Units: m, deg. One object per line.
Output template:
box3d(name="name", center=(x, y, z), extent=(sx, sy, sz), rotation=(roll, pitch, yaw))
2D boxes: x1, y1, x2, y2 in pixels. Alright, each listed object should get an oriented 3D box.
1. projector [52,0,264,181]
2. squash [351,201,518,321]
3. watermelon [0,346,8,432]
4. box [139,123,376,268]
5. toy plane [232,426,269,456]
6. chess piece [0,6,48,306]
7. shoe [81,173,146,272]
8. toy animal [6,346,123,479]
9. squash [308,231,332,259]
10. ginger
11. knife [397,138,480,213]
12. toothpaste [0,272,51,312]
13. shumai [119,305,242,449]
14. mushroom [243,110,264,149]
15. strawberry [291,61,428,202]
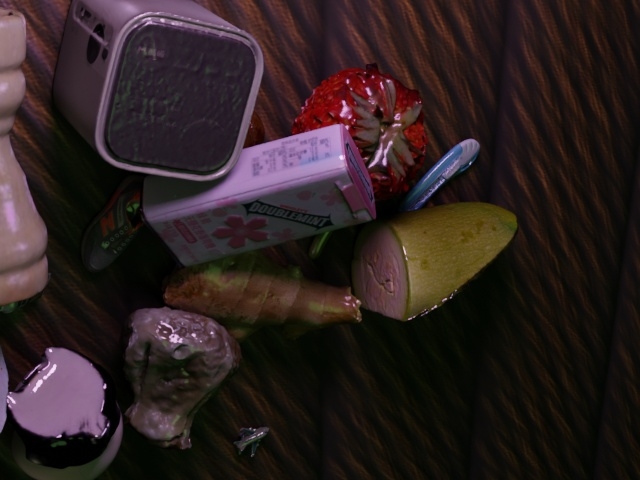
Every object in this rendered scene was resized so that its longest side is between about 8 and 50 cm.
box3d(name="projector", center=(-0.263, -0.256, 1.702), extent=(0.248, 0.249, 0.249), rotation=(7, 110, -32))
box3d(name="squash", center=(0.248, 0.030, 2.142), extent=(0.308, 0.233, 0.210), rotation=(-6, 97, -27))
box3d(name="watermelon", center=(-0.663, 0.240, 1.725), extent=(0.289, 0.320, 0.214), rotation=(-11, 142, 7))
box3d(name="box", center=(-0.108, -0.071, 1.799), extent=(0.369, 0.112, 0.190), rotation=(-12, 143, 12))
box3d(name="toy plane", center=(-0.144, 0.411, 2.224), extent=(0.083, 0.033, 0.080), rotation=(-32, 124, -21))
box3d(name="chess piece", center=(-0.536, -0.131, 1.636), extent=(0.234, 0.234, 0.442), rotation=(-6, 113, -26))
box3d(name="shoe", center=(-0.353, -0.022, 1.870), extent=(0.074, 0.077, 0.194), rotation=(29, 97, -36))
box3d(name="toy animal", center=(-0.457, 0.319, 1.902), extent=(0.212, 0.213, 0.267), rotation=(-17, 157, -21))
box3d(name="squash", center=(0.000, 0.000, 2.108), extent=(0.027, 0.027, 0.083), rotation=(22, 101, -35))
box3d(name="ginger", center=(-0.114, 0.131, 2.013), extent=(0.375, 0.166, 0.236), rotation=(29, 97, -14))
box3d(name="knife", center=(0.242, -0.124, 2.179), extent=(0.222, 0.031, 0.064), rotation=(-44, 131, -3))
box3d(name="toothpaste", center=(-0.498, 0.091, 1.791), extent=(0.031, 0.204, 0.049), rotation=(27, 100, 2))
box3d(name="shumai", center=(-0.263, 0.250, 1.921), extent=(0.225, 0.222, 0.261), rotation=(4, 149, 7))
box3d(name="mushroom", center=(-0.161, -0.183, 1.908), extent=(0.127, 0.087, 0.127), rotation=(-1, 100, -8))
box3d(name="strawberry", center=(0.058, -0.179, 1.959), extent=(0.261, 0.257, 0.261), rotation=(3, 85, -41))
